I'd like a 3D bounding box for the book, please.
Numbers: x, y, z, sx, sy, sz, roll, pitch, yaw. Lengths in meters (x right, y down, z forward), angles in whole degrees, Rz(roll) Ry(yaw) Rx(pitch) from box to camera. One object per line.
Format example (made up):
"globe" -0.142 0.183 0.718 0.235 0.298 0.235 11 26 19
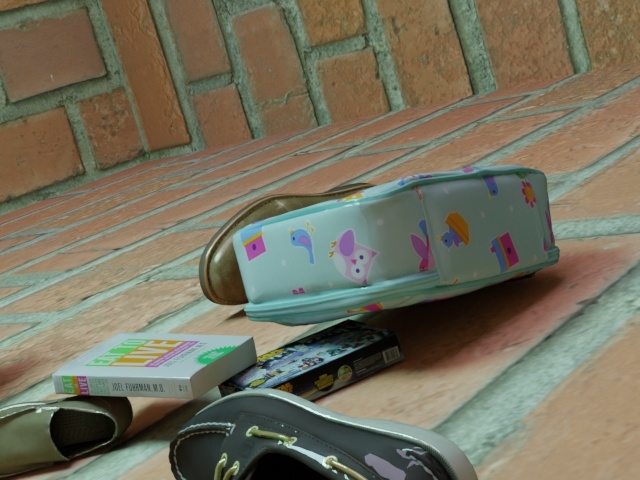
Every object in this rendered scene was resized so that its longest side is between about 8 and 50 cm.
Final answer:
"book" -0.139 0.108 0.901 0.144 0.035 0.096 -3 12 29

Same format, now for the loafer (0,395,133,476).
"loafer" -0.229 0.159 0.887 0.148 0.056 0.050 -18 5 -10

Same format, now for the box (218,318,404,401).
"box" -0.011 0.107 0.905 0.137 0.027 0.094 -21 11 -23

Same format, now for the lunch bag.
"lunch bag" 0.071 0.007 0.984 0.279 0.108 0.224 -9 -5 -45

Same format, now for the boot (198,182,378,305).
"boot" 0.000 0.000 1.246 0.305 0.112 0.115 -22 23 -36

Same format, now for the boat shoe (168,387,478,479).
"boat shoe" -0.019 0.138 0.623 0.227 0.081 0.068 -2 14 43
